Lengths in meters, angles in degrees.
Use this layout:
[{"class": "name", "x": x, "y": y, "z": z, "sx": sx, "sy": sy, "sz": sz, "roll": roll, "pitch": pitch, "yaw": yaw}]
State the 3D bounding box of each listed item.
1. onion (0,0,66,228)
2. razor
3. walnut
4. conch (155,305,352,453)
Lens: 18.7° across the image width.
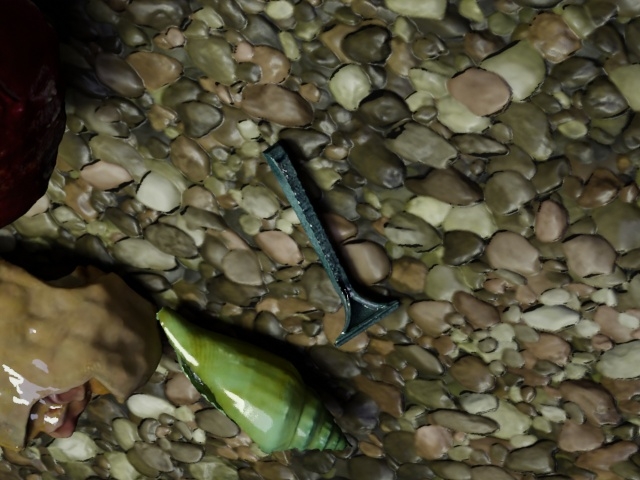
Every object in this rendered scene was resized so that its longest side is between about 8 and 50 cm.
[{"class": "onion", "x": -0.294, "y": -0.121, "z": 1.486, "sx": 0.207, "sy": 0.216, "sz": 0.206, "roll": 9, "pitch": 134, "yaw": -8}, {"class": "razor", "x": -0.002, "y": -0.002, "z": 1.607, "sx": 0.066, "sy": 0.033, "sz": 0.190, "roll": -34, "pitch": 120, "yaw": -10}, {"class": "walnut", "x": -0.279, "y": 0.100, "z": 1.737, "sx": 0.238, "sy": 0.141, "sz": 0.204, "roll": -28, "pitch": 112, "yaw": 35}, {"class": "conch", "x": -0.062, "y": 0.134, "z": 1.728, "sx": 0.201, "sy": 0.079, "sz": 0.095, "roll": 35, "pitch": 150, "yaw": 11}]
